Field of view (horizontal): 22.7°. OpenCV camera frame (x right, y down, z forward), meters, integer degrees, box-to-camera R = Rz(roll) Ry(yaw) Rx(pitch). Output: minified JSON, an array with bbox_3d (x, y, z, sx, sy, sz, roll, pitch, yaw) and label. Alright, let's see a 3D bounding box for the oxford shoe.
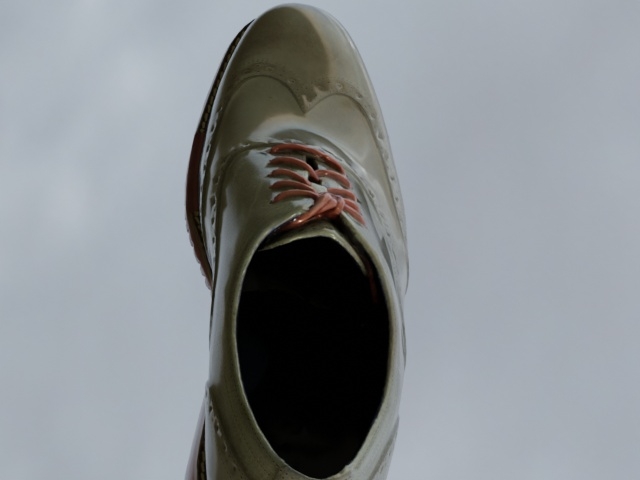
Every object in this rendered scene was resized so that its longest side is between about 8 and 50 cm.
[{"bbox_3d":[0.000,0.000,0.799,0.130,0.123,0.348,112,-21,-54],"label":"oxford shoe"}]
